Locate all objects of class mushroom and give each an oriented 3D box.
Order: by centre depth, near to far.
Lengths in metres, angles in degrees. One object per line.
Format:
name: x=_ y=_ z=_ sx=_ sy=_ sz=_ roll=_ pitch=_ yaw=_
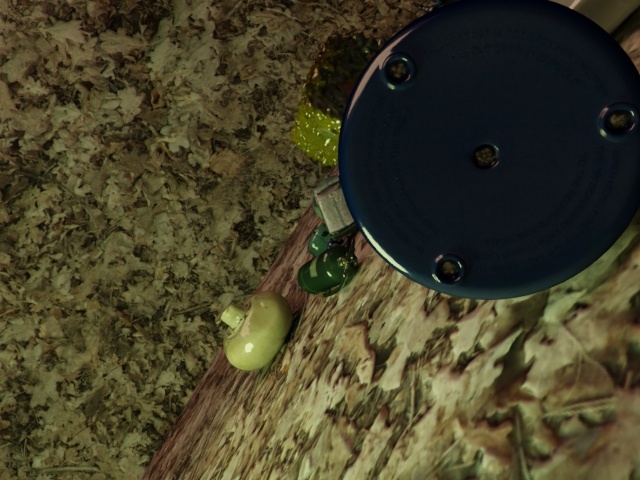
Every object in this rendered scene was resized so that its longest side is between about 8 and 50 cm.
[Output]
mushroom: x=-0.196 y=0.248 z=1.539 sx=0.246 sy=0.202 sz=0.246 roll=-47 pitch=21 yaw=25

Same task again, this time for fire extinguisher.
fire extinguisher: x=0.028 y=0.069 z=1.297 sx=0.294 sy=0.093 sz=0.118 roll=145 pitch=130 yaw=-67

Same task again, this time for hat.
hat: x=0.000 y=0.000 z=1.723 sx=0.190 sy=0.078 sz=0.138 roll=-57 pitch=7 yaw=3

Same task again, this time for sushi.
sushi: x=0.133 y=-0.375 z=1.476 sx=0.240 sy=0.352 sz=0.396 roll=105 pitch=-173 yaw=-61

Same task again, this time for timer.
timer: x=0.190 y=-0.111 z=0.641 sx=0.270 sy=0.270 sz=0.383 roll=-54 pitch=-5 yaw=19

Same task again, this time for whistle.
whistle: x=0.059 y=-0.099 z=1.623 sx=0.163 sy=0.164 sz=0.289 roll=-52 pitch=41 yaw=32

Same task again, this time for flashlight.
flashlight: x=0.025 y=0.045 z=1.576 sx=0.035 sy=0.057 sz=0.121 roll=48 pitch=117 yaw=42

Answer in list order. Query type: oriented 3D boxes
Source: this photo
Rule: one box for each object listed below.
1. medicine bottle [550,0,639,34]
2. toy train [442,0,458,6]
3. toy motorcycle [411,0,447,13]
medicine bottle: x=0.367 y=-0.330 z=0.753 sx=0.296 sy=0.111 sz=0.161 roll=-47 pitch=13 yaw=45
toy train: x=0.275 y=-0.360 z=1.152 sx=0.330 sy=0.178 sz=0.138 roll=-57 pitch=9 yaw=-3
toy motorcycle: x=0.384 y=-0.667 z=1.493 sx=0.212 sy=0.125 sz=0.358 roll=-48 pitch=37 yaw=33
